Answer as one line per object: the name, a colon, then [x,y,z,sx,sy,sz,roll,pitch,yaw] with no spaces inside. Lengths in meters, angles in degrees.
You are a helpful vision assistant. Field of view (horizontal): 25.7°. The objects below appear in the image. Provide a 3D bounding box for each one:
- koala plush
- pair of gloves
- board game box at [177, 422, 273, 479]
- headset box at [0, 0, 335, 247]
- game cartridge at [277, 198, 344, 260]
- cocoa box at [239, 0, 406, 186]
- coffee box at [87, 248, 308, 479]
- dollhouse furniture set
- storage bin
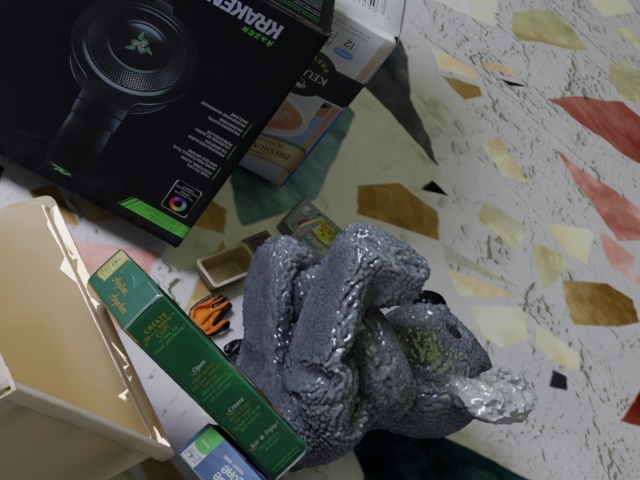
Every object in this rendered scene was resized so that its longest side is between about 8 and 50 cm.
koala plush: [0.057,0.112,1.208,0.221,0.196,0.203,17,78,-31]
pair of gloves: [-0.084,0.087,1.246,0.083,0.010,0.074,46,40,2]
board game box: [-0.024,0.226,1.086,0.035,0.136,0.201,-42,82,-5]
headset box: [-0.162,-0.163,1.202,0.246,0.283,0.131,29,35,-15]
game cartridge: [0.000,0.000,1.382,0.083,0.017,0.056,40,45,0]
cocoa box: [-0.114,-0.263,1.360,0.347,0.228,0.231,28,41,-15]
coffee box: [-0.094,0.093,1.064,0.184,0.040,0.113,50,-5,-30]
dollhouse furniture set: [-0.044,0.019,1.280,0.114,0.081,0.091,-22,70,-46]
storage bin: [-0.248,0.046,0.969,0.260,0.123,0.262,61,6,22]
